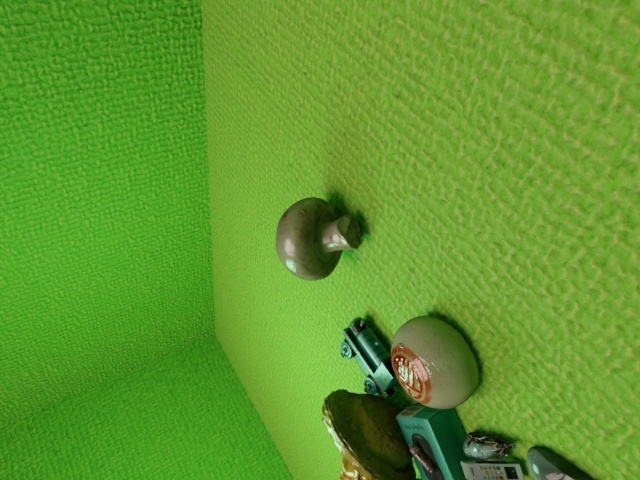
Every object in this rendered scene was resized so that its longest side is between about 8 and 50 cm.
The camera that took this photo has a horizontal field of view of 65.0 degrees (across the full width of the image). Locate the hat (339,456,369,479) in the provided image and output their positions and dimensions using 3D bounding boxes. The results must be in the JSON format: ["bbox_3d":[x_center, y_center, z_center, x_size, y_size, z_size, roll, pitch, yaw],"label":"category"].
[{"bbox_3d":[0.192,0.979,2.215,0.234,0.244,0.233,-19,57,36],"label":"hat"}]

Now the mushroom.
[{"bbox_3d":[0.000,0.000,1.753,0.290,0.298,0.297,4,114,36],"label":"mushroom"}]

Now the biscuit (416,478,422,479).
[{"bbox_3d":[0.392,1.062,1.815,0.381,0.074,0.358,-106,9,-54],"label":"biscuit"}]

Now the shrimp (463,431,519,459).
[{"bbox_3d":[0.488,0.587,1.431,0.090,0.079,0.233,34,151,-9],"label":"shrimp"}]

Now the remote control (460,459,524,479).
[{"bbox_3d":[0.484,0.648,1.421,0.166,0.029,0.065,-14,101,29],"label":"remote control"}]

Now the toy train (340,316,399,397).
[{"bbox_3d":[0.189,0.420,1.838,0.298,0.120,0.194,53,142,30],"label":"toy train"}]

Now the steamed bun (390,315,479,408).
[{"bbox_3d":[0.314,0.369,1.485,0.283,0.177,0.282,43,143,43],"label":"steamed bun"}]

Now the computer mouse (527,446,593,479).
[{"bbox_3d":[0.597,0.603,1.235,0.229,0.068,0.113,30,135,53],"label":"computer mouse"}]

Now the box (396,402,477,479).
[{"bbox_3d":[0.393,0.693,1.631,0.311,0.118,0.205,67,155,6],"label":"box"}]

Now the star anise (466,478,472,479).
[{"bbox_3d":[0.508,0.757,1.380,0.283,0.213,0.129,46,159,52],"label":"star anise"}]

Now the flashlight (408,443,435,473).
[{"bbox_3d":[0.323,0.689,1.596,0.110,0.031,0.052,42,165,38],"label":"flashlight"}]

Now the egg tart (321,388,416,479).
[{"bbox_3d":[0.201,0.689,1.808,0.443,0.178,0.443,41,-169,-10],"label":"egg tart"}]
